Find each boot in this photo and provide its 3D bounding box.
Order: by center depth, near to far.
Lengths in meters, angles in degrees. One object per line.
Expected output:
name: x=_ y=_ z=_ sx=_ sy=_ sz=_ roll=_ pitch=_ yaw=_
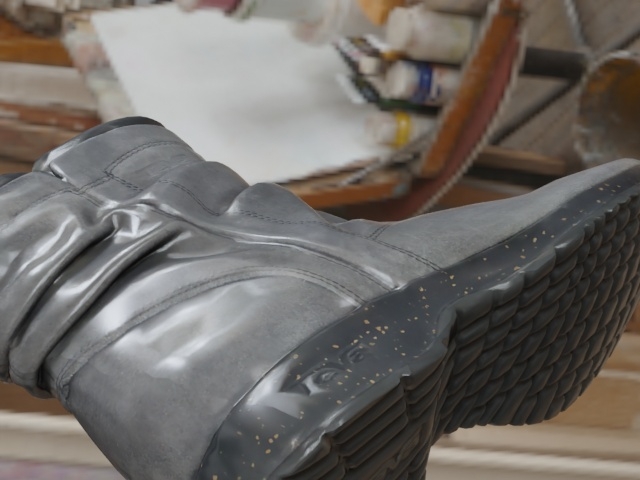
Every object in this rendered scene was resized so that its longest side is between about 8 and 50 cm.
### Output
boot: x=0.000 y=0.000 z=0.654 sx=0.222 sy=0.338 sz=0.118 roll=30 pitch=122 yaw=30
